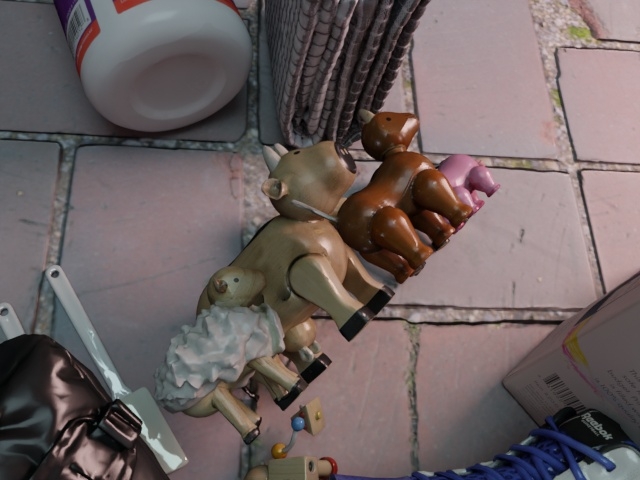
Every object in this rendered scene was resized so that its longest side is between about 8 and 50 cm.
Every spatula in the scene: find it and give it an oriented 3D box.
[{"bbox_3d":[-0.256,0.148,0.608,0.168,0.019,0.242,-30,73,-19],"label":"spatula"}]

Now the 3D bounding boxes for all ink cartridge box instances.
[{"bbox_3d":[0.318,0.117,0.527,0.119,0.353,0.207,-35,75,-22],"label":"ink cartridge box"}]

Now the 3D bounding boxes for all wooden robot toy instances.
[{"bbox_3d":[-0.033,0.230,0.593,0.079,0.076,0.173,-13,63,24],"label":"wooden robot toy"}]

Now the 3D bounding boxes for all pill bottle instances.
[{"bbox_3d":[-0.209,-0.294,0.731,0.182,0.181,0.323,-18,69,-16],"label":"pill bottle"}]

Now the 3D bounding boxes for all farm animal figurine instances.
[{"bbox_3d":[0.000,0.000,0.613,0.172,0.330,0.327,44,95,9],"label":"farm animal figurine"}]

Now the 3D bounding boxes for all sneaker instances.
[{"bbox_3d":[0.161,0.214,0.543,0.316,0.127,0.182,20,92,-12],"label":"sneaker"}]

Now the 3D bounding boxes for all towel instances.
[{"bbox_3d":[0.015,-0.263,0.696,0.121,0.283,0.235,-3,67,-11],"label":"towel"}]

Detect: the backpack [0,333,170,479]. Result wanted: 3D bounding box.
[{"bbox_3d":[-0.258,0.280,0.398,0.290,0.273,0.355,57,35,-16],"label":"backpack"}]
